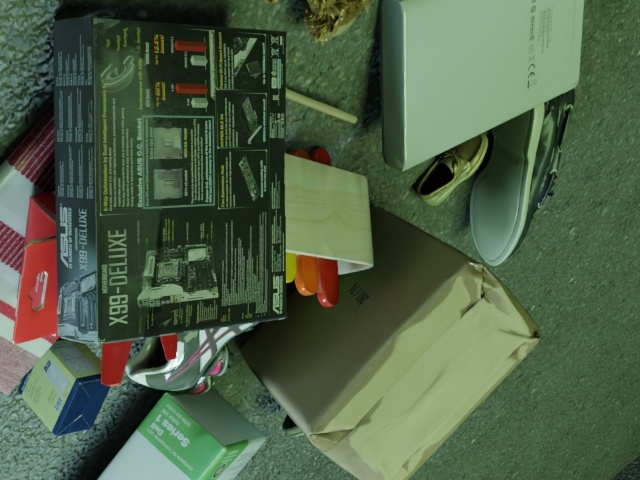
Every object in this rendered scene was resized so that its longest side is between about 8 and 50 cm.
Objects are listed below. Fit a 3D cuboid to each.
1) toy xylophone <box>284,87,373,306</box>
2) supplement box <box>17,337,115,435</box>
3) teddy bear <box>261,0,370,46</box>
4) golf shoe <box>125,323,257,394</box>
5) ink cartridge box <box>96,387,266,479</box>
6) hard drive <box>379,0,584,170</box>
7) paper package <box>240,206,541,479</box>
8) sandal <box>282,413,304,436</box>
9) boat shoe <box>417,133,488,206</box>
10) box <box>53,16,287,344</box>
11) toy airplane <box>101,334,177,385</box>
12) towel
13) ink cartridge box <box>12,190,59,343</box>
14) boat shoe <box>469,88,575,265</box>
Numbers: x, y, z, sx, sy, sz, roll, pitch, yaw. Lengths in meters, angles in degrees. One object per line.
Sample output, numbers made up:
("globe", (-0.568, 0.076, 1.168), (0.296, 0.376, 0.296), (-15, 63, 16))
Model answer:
("toy xylophone", (-0.027, -0.058, 1.500), (0.322, 0.081, 0.236), (24, 62, -54))
("supplement box", (-0.300, 0.169, 1.464), (0.056, 0.083, 0.083), (-3, 128, -52))
("teddy bear", (0.016, -0.339, 1.290), (0.245, 0.113, 0.338), (-47, 159, 9))
("golf shoe", (-0.142, 0.085, 1.563), (0.120, 0.105, 0.273), (6, 120, -47))
("ink cartridge box", (-0.223, 0.344, 1.694), (0.278, 0.117, 0.201), (-51, 167, 4))
("hard drive", (0.220, -0.258, 1.643), (0.353, 0.047, 0.233), (-27, 129, -34))
("paper package", (0.082, 0.139, 1.672), (0.309, 0.325, 0.168), (-46, 114, -3))
("sandal", (0.048, 0.251, 1.865), (0.086, 0.303, 0.120), (45, 54, -23))
("boat shoe", (0.194, -0.108, 1.831), (0.135, 0.050, 0.045), (-52, 156, 6))
("box", (-0.144, -0.061, 1.242), (0.242, 0.076, 0.307), (-6, 98, -44))
("toy airplane", (-0.215, 0.102, 1.462), (0.151, 0.028, 0.151), (6, 82, -50))
("towel", (-0.300, 0.002, 1.321), (0.329, 0.037, 0.237), (-48, 149, -4))
("ink cartridge box", (-0.234, 0.012, 1.304), (0.231, 0.078, 0.134), (-16, 133, -42))
("boat shoe", (0.318, -0.109, 1.921), (0.113, 0.127, 0.340), (-16, 129, -26))
